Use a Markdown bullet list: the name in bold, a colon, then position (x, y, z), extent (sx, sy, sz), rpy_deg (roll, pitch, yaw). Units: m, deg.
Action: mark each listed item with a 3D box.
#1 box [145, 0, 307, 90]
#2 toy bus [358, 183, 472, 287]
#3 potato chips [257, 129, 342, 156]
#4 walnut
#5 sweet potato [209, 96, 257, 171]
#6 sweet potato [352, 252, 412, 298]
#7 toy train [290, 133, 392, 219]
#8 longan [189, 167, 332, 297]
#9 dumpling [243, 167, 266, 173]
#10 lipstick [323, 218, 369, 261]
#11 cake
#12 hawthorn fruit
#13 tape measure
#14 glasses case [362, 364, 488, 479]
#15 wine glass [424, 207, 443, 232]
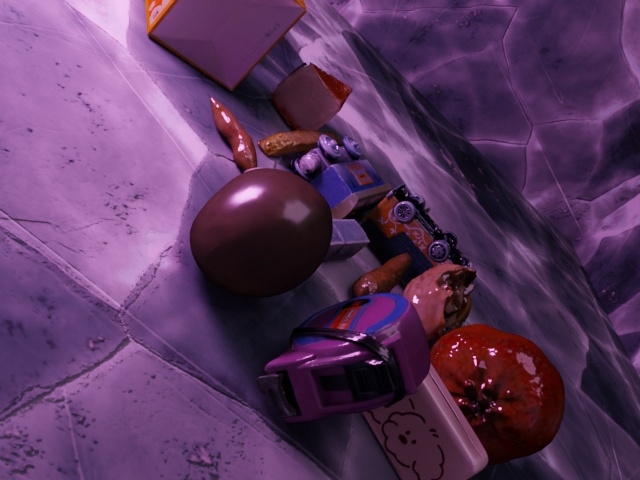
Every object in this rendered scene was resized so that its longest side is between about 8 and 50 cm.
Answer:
- **box**: position (-0.230, -0.568, 1.646), extent (0.259, 0.283, 0.214), rpy_deg (30, 30, -36)
- **toy bus**: position (0.236, 0.012, 1.742), extent (0.275, 0.167, 0.138), rpy_deg (48, 24, 4)
- **potato chips**: position (-0.026, -0.251, 1.789), extent (0.057, 0.080, 0.407), rpy_deg (63, 27, 5)
- **walnut**: position (0.264, 0.138, 1.581), extent (0.141, 0.204, 0.238), rpy_deg (22, -11, 25)
- **sweet potato**: position (-0.186, -0.229, 1.515), extent (0.065, 0.051, 0.218), rpy_deg (4, 51, -55)
- **sweet potato**: position (0.144, 0.089, 1.574), extent (0.075, 0.075, 0.273), rpy_deg (52, 30, 6)
- **toy train**: position (0.057, -0.157, 1.726), extent (0.202, 0.131, 0.300), rpy_deg (55, 25, 7)
- **longan**: position (-0.100, -0.014, 1.158), extent (0.246, 0.246, 0.215), rpy_deg (-12, 97, -63)
- **dumpling**: position (-0.099, -0.084, 1.362), extent (0.136, 0.118, 0.199), rpy_deg (9, 42, 10)
- **lipstick**: position (0.000, 0.000, 1.469), extent (0.077, 0.076, 0.290), rpy_deg (58, 26, 16)
- **cake**: position (0.014, -0.364, 1.922), extent (0.262, 0.158, 0.159), rpy_deg (7, 52, -58)
- **hawthorn fruit**: position (0.357, 0.304, 1.425), extent (0.287, 0.287, 0.330), rpy_deg (56, 19, 14)
- **tape measure**: position (0.050, 0.187, 1.111), extent (0.231, 0.245, 0.149), rpy_deg (-38, 112, -63)
- **glasses case**: position (0.148, 0.283, 1.235), extent (0.076, 0.144, 0.336), rpy_deg (4, 49, -59)
- **wine glass**: position (0.322, 0.029, 1.938), extent (0.103, 0.103, 0.231), rpy_deg (-1, 58, -60)
